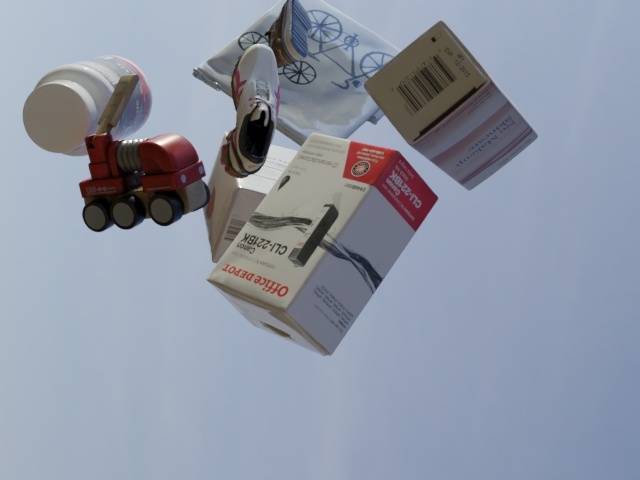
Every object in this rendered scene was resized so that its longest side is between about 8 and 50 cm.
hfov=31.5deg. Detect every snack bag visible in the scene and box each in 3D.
[{"bbox_3d":[-0.015,-0.314,2.140,0.323,0.342,0.037,35,-34,14],"label":"snack bag"}]

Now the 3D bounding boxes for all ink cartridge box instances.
[{"bbox_3d":[0.000,0.000,1.562,0.197,0.114,0.272,18,-111,50],"label":"ink cartridge box"}]

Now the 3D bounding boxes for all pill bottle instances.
[{"bbox_3d":[-0.454,-0.259,2.202,0.318,0.176,0.176,-56,150,-73],"label":"pill bottle"}]

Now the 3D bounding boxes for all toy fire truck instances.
[{"bbox_3d":[-0.312,-0.158,1.960,0.217,0.158,0.246,-4,-74,28],"label":"toy fire truck"}]

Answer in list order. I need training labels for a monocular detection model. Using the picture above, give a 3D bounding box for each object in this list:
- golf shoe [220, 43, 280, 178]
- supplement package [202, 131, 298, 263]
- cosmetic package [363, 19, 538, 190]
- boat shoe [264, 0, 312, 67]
[{"bbox_3d":[-0.081,-0.176,1.505,0.086,0.068,0.186,-15,-114,62],"label":"golf shoe"},{"bbox_3d":[-0.132,-0.075,2.351,0.293,0.175,0.177,-110,-142,-61],"label":"supplement package"},{"bbox_3d":[0.203,-0.192,1.697,0.153,0.296,0.129,-40,-112,13],"label":"cosmetic package"},{"bbox_3d":[-0.060,-0.350,1.900,0.066,0.066,0.183,-28,-151,22],"label":"boat shoe"}]
